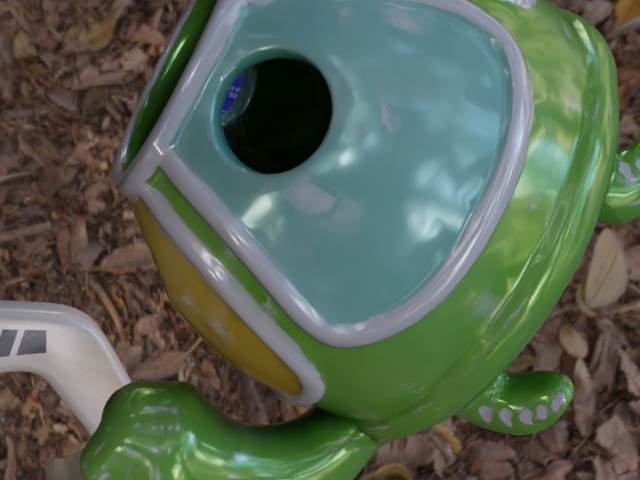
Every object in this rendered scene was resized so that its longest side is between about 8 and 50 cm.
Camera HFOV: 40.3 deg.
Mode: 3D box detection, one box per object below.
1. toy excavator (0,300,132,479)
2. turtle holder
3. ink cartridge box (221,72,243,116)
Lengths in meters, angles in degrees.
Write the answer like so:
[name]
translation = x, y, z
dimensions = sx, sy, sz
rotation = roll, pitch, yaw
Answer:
[toy excavator]
translation = -0.340, 0.062, 0.748
dimensions = 0.445, 0.433, 0.222
rotation = -2, 13, -21
[turtle holder]
translation = 0.002, -0.015, 0.482
dimensions = 0.227, 0.320, 0.243
rotation = 26, 29, -22
[ink cartridge box]
translation = -0.061, -0.187, 1.095
dimensions = 0.165, 0.065, 0.332
rotation = 17, 15, 20
